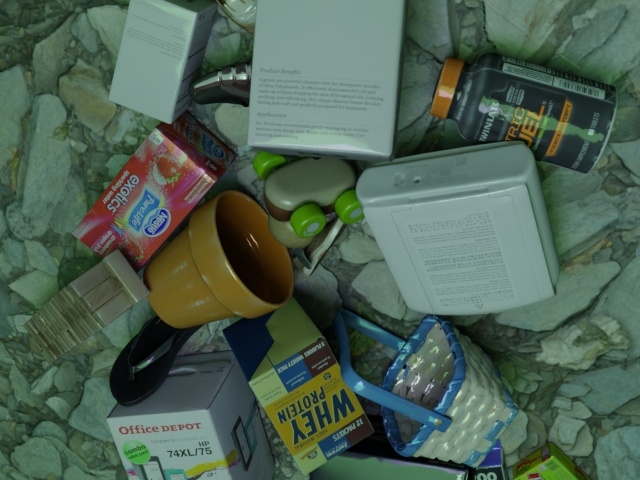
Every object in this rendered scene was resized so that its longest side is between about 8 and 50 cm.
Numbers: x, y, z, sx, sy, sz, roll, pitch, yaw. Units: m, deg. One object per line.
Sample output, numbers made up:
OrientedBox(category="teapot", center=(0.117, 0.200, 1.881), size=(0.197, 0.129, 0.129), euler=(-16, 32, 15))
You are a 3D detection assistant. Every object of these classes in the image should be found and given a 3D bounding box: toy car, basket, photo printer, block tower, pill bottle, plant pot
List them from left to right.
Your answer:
OrientedBox(category="block tower", center=(-0.408, 0.121, 1.436), size=(0.091, 0.097, 0.335), euler=(53, 142, -4))
OrientedBox(category="plant pot", center=(-0.177, 0.049, 1.376), size=(0.187, 0.205, 0.205), euler=(-27, 106, 24))
OrientedBox(category="toy car", center=(-0.025, -0.041, 1.339), size=(0.148, 0.155, 0.188), euler=(-18, 146, -23))
OrientedBox(category="basket", center=(0.153, 0.226, 1.359), size=(0.288, 0.255, 0.201), euler=(32, 106, -12))
OrientedBox(category="photo printer", center=(0.219, 0.001, 1.272), size=(0.255, 0.107, 0.308), euler=(-8, 138, 21))
OrientedBox(category="pill bottle", center=(0.282, -0.188, 1.205), size=(0.245, 0.130, 0.131), euler=(17, 117, 5))

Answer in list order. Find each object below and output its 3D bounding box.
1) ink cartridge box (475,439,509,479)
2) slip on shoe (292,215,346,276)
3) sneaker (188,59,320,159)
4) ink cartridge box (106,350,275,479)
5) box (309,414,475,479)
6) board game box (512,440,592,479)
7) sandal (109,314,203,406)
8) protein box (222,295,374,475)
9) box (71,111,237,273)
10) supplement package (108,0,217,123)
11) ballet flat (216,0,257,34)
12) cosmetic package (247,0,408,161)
OrientedBox(category="ink cartridge box", center=(0.241, 0.446, 1.559), size=(0.206, 0.045, 0.208), euler=(-9, 111, 16))
OrientedBox(category="slip on shoe", center=(0.000, 0.000, 1.403), size=(0.041, 0.051, 0.135), euler=(38, 123, 6))
OrientedBox(category="sneaker", center=(-0.056, -0.194, 1.273), size=(0.281, 0.106, 0.163), euler=(-9, 99, 16))
OrientedBox(category="ink cartridge box", center=(-0.226, 0.369, 1.537), size=(0.198, 0.197, 0.270), euler=(-8, 112, 16))
OrientedBox(category="box", center=(0.129, 0.385, 1.453), size=(0.261, 0.184, 0.103), euler=(5, 96, 16))
OrientedBox(category="board game box", center=(0.440, 0.453, 1.519), size=(0.181, 0.043, 0.092), euler=(44, 116, -9))
OrientedBox(category="sandal", center=(-0.280, 0.169, 1.462), size=(0.097, 0.054, 0.255), euler=(32, 79, 26))
OrientedBox(category="protein box", center=(-0.040, 0.229, 1.391), size=(0.135, 0.200, 0.201), euler=(-30, 115, -7))
OrientedBox(category="box", center=(-0.271, -0.075, 1.381), size=(0.128, 0.123, 0.257), euler=(41, 116, -9))
OrientedBox(category="supplement package", center=(-0.239, -0.287, 1.285), size=(0.105, 0.105, 0.179), euler=(21, 117, 1))
OrientedBox(category="ballet flat", center=(-0.139, -0.373, 1.245), size=(0.206, 0.067, 0.073), euler=(44, 115, -10))
OrientedBox(category="cosmetic package", center=(0.019, -0.296, 1.127), size=(0.196, 0.155, 0.366), euler=(6, 93, 6))
